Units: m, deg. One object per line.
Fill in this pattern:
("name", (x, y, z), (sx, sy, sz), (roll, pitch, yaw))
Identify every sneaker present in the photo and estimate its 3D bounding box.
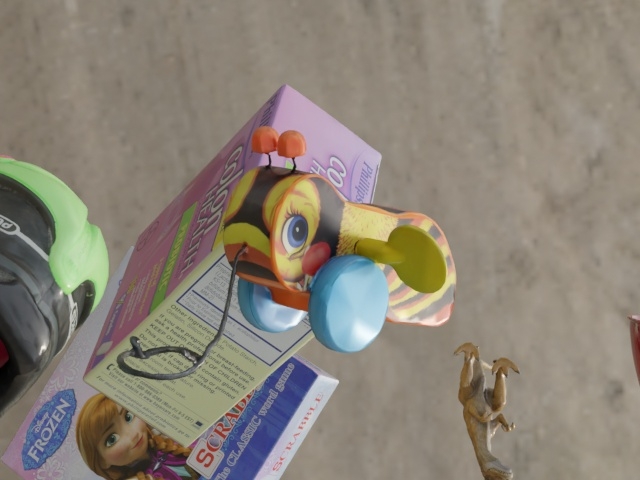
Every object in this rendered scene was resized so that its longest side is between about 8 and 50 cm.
("sneaker", (-0.359, 0.108, 1.013), (0.185, 0.483, 0.202), (54, 11, -19))

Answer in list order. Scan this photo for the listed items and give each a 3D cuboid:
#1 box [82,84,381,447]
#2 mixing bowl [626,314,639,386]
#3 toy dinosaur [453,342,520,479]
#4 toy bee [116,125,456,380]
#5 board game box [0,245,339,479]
("box", (-0.076, 0.023, 1.430), (0.117, 0.243, 0.213), (36, 35, -17))
("mixing bowl", (0.367, 0.130, 1.494), (0.181, 0.181, 0.098), (3, 96, -60))
("toy dinosaur", (0.155, 0.149, 1.592), (0.211, 0.064, 0.112), (-86, -178, -54))
("toy bee", (0.000, 0.000, 1.161), (0.298, 0.195, 0.162), (-20, 116, -66))
("board game box", (-0.188, 0.219, 1.953), (0.319, 0.318, 0.066), (-59, 152, 1))
